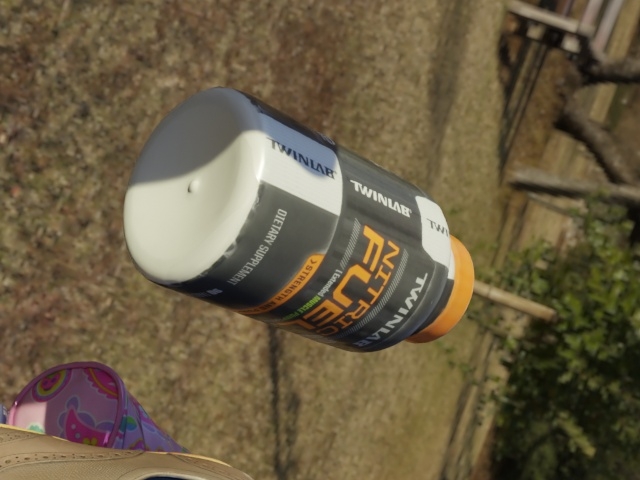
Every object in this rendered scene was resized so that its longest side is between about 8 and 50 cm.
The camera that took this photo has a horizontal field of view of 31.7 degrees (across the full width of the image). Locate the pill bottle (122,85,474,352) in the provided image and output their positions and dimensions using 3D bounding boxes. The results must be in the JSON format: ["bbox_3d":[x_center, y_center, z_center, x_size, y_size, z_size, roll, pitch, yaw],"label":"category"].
[{"bbox_3d":[0.000,0.000,0.761,0.246,0.130,0.130,23,87,-43],"label":"pill bottle"}]

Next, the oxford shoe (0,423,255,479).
[{"bbox_3d":[-0.196,0.189,0.779,0.133,0.364,0.129,162,-71,-63],"label":"oxford shoe"}]

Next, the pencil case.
[{"bbox_3d":[-0.184,0.218,1.064,0.124,0.124,0.284,-65,153,-22],"label":"pencil case"}]
